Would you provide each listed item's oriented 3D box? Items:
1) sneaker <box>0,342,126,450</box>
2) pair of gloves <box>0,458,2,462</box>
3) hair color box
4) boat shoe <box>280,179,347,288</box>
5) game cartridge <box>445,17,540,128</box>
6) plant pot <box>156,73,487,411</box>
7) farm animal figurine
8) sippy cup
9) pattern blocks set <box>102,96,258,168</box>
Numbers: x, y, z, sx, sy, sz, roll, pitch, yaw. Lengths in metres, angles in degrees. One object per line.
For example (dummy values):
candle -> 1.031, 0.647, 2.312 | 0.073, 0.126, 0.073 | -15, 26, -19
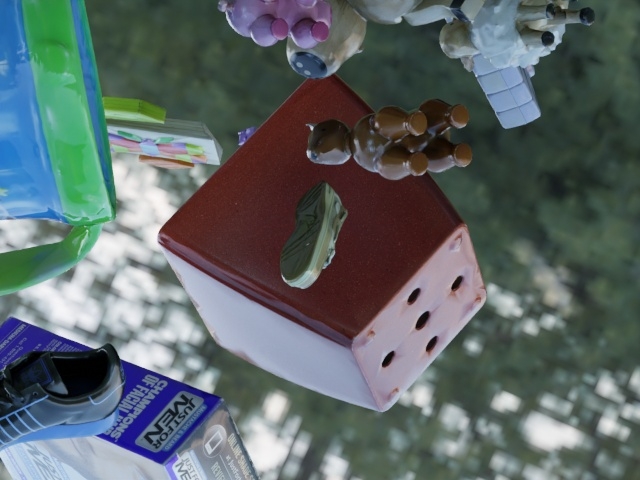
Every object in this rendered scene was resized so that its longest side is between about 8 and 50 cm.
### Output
sneaker -> -0.290, 0.148, 1.637 | 0.232, 0.090, 0.081 | -14, -129, -25
pair of gloves -> -0.458, 0.267, 2.359 | 0.074, 0.010, 0.083 | 45, 162, -28
hair color box -> -0.226, 0.218, 1.931 | 0.339, 0.110, 0.185 | 15, 140, 38
boat shoe -> -0.001, 0.001, 1.736 | 0.048, 0.056, 0.153 | 44, -154, -20
game cartridge -> 0.156, -0.325, 1.971 | 0.068, 0.355, 0.230 | -18, 147, 9
plant pot -> 0.025, 0.026, 1.930 | 0.236, 0.267, 0.267 | 36, 165, 29
farm animal figurine -> 0.029, -0.223, 1.447 | 0.172, 0.327, 0.330 | 6, 132, 53
sippy cup -> -0.279, -0.110, 1.319 | 0.224, 0.305, 0.240 | -9, 177, -4
pattern blocks set -> -0.209, -0.126, 2.219 | 0.325, 0.026, 0.285 | 5, 169, 17
